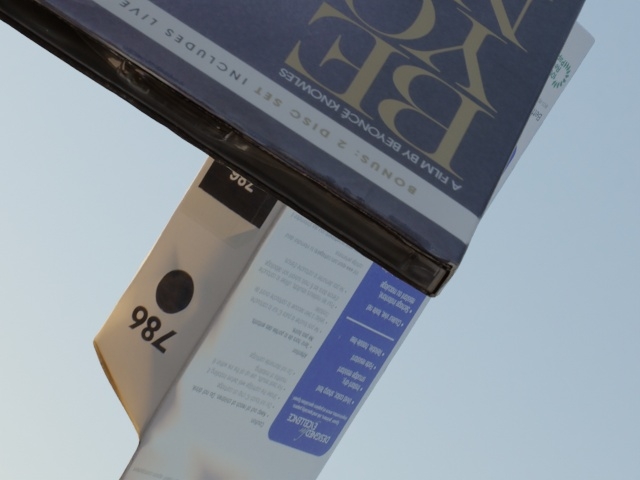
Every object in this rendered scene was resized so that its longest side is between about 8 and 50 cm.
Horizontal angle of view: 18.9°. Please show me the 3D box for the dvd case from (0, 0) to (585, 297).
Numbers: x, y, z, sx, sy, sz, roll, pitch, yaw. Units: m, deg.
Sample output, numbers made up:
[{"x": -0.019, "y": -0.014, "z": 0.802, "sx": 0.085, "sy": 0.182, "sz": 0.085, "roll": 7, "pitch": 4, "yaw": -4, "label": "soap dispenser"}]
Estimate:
[{"x": -0.001, "y": -0.094, "z": 0.558, "sx": 0.164, "sy": 0.221, "sz": 0.018, "roll": 33, "pitch": -50, "yaw": -2, "label": "dvd case"}]

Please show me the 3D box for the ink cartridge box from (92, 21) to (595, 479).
[{"x": 0.000, "y": 0.000, "z": 0.960, "sx": 0.065, "sy": 0.333, "sz": 0.165, "roll": 32, "pitch": 1, "yaw": 33, "label": "ink cartridge box"}]
